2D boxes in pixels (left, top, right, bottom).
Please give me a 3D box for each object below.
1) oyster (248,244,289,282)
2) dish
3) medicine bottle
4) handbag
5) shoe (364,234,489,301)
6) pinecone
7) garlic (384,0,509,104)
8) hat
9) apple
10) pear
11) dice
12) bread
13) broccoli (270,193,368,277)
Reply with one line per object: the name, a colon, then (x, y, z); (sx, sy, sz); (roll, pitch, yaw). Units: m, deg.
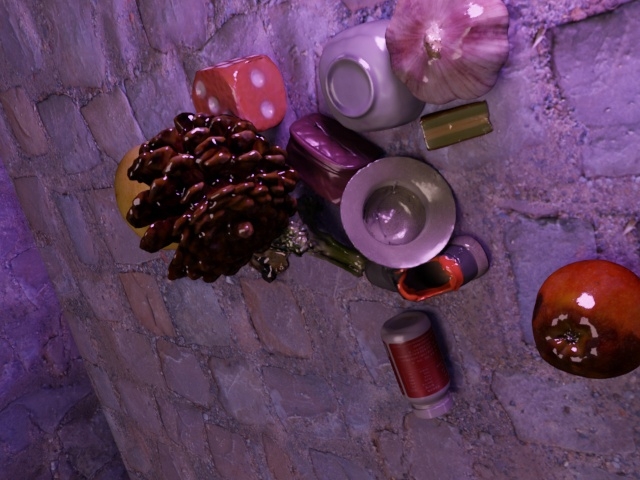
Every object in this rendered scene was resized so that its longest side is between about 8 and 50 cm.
oyster: (-0.165, -0.037, 1.852); (0.221, 0.096, 0.361); (37, 137, 12)
dish: (0.094, -0.341, 1.402); (0.256, 0.117, 0.256); (22, 127, 33)
medicine bottle: (0.245, 0.311, 1.640); (0.131, 0.131, 0.250); (-8, 109, 45)
handbag: (0.022, -0.195, 1.536); (0.225, 0.146, 0.135); (38, 138, 23)
shoe: (0.209, 0.086, 1.508); (0.336, 0.171, 0.132); (-11, 106, 46)
pinecone: (-0.261, -0.103, 1.497); (0.398, 0.398, 0.397); (23, 128, 33)
garlic: (0.219, -0.357, 1.179); (0.245, 0.253, 0.245); (9, 114, 21)
hat: (0.164, -0.051, 1.476); (0.257, 0.257, 0.130); (52, 169, 6)
apple: (0.512, 0.153, 1.235); (0.230, 0.230, 0.230); (23, 128, 33)
pear: (-0.394, -0.142, 1.812); (0.348, 0.348, 0.348); (23, 128, 33)
dice: (-0.199, -0.360, 1.626); (0.174, 0.175, 0.179); (7, 115, 41)
bread: (0.282, -0.243, 1.362); (0.139, 0.084, 0.074); (-17, 103, 16)
broccoli: (-0.008, -0.006, 1.655); (0.275, 0.198, 0.177); (30, 87, 18)
